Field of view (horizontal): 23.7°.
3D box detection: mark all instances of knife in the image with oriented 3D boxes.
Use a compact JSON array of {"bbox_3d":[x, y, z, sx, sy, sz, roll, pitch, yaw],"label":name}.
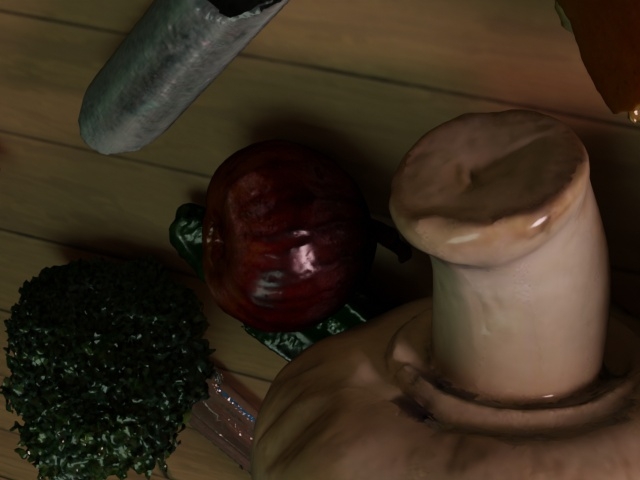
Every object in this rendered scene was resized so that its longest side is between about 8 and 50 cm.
[{"bbox_3d":[-0.041,0.189,1.393,0.089,0.043,0.365,-38,115,20],"label":"knife"}]

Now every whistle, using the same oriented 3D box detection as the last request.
[{"bbox_3d":[-0.069,-0.130,0.898,0.062,0.062,0.312,33,149,-13],"label":"whistle"}]

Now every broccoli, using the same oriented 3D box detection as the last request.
[{"bbox_3d":[-0.162,0.112,1.239,0.220,0.194,0.194,51,159,26],"label":"broccoli"}]

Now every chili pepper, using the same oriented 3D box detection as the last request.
[{"bbox_3d":[-0.015,0.038,1.121,0.216,0.062,0.108,31,143,-9],"label":"chili pepper"}]

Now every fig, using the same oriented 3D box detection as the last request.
[{"bbox_3d":[-0.013,0.007,1.006,0.150,0.128,0.128,34,149,-11],"label":"fig"}]

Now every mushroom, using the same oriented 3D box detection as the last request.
[{"bbox_3d":[0.109,0.130,0.914,0.315,0.315,0.356,16,168,16],"label":"mushroom"}]

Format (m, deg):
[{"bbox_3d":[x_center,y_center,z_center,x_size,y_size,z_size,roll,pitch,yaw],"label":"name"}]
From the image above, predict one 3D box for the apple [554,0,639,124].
[{"bbox_3d":[0.188,-0.103,0.669,0.158,0.156,0.147,43,133,-2],"label":"apple"}]
